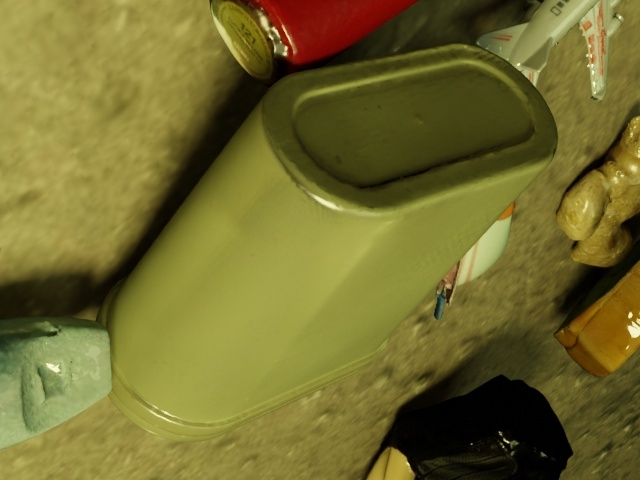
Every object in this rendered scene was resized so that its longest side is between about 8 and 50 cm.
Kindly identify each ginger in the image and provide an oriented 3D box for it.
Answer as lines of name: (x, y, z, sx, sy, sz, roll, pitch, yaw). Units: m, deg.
ginger: (0.312, -0.036, 1.267, 0.133, 0.059, 0.214, -43, 149, 0)

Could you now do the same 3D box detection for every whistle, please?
whistle: (-0.227, 0.094, 0.651, 0.269, 0.093, 0.180, -15, 105, -39)

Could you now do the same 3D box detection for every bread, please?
bread: (0.357, 0.051, 1.353, 0.236, 0.070, 0.236, -46, 173, -7)

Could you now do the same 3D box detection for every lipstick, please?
lipstick: (0.047, -0.177, 0.719, 0.241, 0.080, 0.080, -35, 148, -21)

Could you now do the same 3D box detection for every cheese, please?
cheese: (0.109, -0.028, 0.949, 0.286, 0.074, 0.189, 91, 9, -64)

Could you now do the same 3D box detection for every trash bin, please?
trash bin: (0.000, 0.000, 0.763, 0.243, 0.121, 0.247, -19, 157, -41)

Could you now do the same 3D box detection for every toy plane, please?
toy plane: (0.187, -0.185, 0.900, 0.171, 0.065, 0.162, -54, 128, -11)

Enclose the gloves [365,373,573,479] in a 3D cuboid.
gloves: (0.132, 0.266, 1.299, 0.197, 0.152, 0.301, 28, 110, -39)
